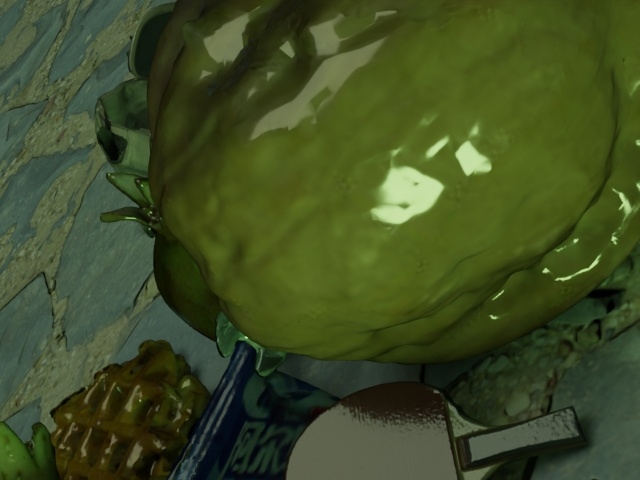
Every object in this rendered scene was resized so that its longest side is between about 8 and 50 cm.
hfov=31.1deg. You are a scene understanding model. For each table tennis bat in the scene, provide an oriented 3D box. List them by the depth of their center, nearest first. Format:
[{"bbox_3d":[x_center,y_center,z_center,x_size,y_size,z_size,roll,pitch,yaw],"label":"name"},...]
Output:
[{"bbox_3d":[0.076,0.156,0.806,0.220,0.019,0.130,-18,60,15],"label":"table tennis bat"}]

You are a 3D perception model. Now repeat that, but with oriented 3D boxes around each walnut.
[{"bbox_3d":[0.060,-0.086,0.858,0.383,0.383,0.383,-35,36,30],"label":"walnut"}]

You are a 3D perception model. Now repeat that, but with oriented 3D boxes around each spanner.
[{"bbox_3d":[0.000,0.000,1.030,0.302,0.071,0.017,-55,7,-33],"label":"spanner"}]

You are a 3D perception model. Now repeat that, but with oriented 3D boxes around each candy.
[{"bbox_3d":[-0.011,0.190,0.919,0.331,0.077,0.187,14,73,53],"label":"candy"}]

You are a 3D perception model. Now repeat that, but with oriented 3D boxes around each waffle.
[{"bbox_3d":[-0.232,0.253,1.174,0.325,0.068,0.302,-43,32,22],"label":"waffle"}]

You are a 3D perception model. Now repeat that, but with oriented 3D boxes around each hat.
[{"bbox_3d":[-0.135,-0.169,1.366,0.232,0.161,0.275,33,79,38],"label":"hat"}]

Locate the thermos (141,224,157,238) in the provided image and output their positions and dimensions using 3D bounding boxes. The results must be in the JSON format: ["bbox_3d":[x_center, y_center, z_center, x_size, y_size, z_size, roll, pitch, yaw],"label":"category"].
[{"bbox_3d":[-0.093,-0.075,1.219,0.232,0.099,0.124,-32,49,10],"label":"thermos"}]

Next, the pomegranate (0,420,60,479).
[{"bbox_3d":[-0.219,0.278,0.955,0.211,0.211,0.263,-42,59,21],"label":"pomegranate"}]

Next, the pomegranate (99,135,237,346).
[{"bbox_3d":[-0.098,-0.004,1.083,0.181,0.224,0.181,-36,36,32],"label":"pomegranate"}]

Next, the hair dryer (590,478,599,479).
[{"bbox_3d":[0.077,0.250,0.726,0.278,0.090,0.135,-35,61,9],"label":"hair dryer"}]
